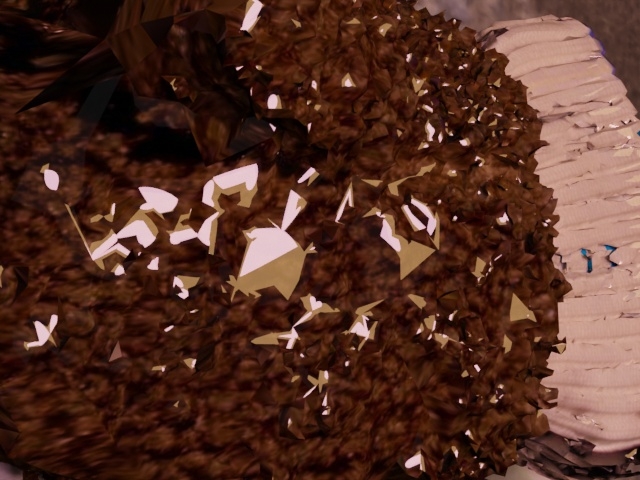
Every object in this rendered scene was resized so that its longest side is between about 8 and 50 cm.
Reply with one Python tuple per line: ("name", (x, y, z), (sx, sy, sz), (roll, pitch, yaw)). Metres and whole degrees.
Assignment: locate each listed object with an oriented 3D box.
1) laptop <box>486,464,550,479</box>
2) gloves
("laptop", (0.054, 0.207, 0.508), (0.188, 0.015, 0.269), (49, 53, -11))
("gloves", (-0.003, -0.005, 0.455), (0.312, 0.135, 0.210), (-5, 105, -31))
